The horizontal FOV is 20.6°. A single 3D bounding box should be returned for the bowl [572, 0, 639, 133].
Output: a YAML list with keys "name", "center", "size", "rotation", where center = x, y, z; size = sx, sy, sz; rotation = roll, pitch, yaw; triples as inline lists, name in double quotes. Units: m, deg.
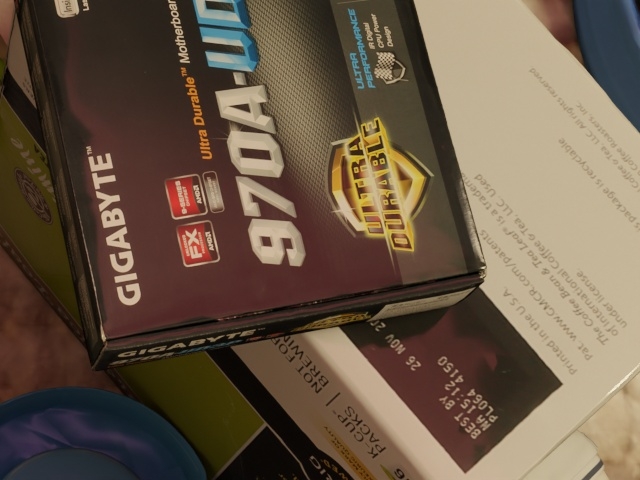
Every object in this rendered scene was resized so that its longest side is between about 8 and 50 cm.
- name: "bowl"
  center: [0.380, -0.183, 1.271]
  size: [0.391, 0.077, 0.391]
  rotation: [2, 73, -8]

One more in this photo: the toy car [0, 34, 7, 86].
- name: "toy car"
  center: [-0.289, -0.088, 1.066]
  size: [0.188, 0.149, 0.155]
  rotation: [-41, 80, 4]

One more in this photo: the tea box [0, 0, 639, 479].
- name: "tea box"
  center: [0.000, 0.000, 0.983]
  size: [0.220, 0.323, 0.329]
  rotation: [-38, 85, -24]

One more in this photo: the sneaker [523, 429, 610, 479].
- name: "sneaker"
  center: [0.086, 0.205, 0.970]
  size: [0.258, 0.094, 0.091]
  rotation: [-36, 87, -29]

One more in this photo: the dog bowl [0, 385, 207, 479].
- name: "dog bowl"
  center: [-0.110, 0.227, 0.993]
  size: [0.166, 0.074, 0.297]
  rotation: [-27, 75, -22]

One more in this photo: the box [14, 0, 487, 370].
- name: "box"
  center: [-0.038, -0.064, 0.791]
  size: [0.175, 0.051, 0.220]
  rotation: [-9, 75, -16]
